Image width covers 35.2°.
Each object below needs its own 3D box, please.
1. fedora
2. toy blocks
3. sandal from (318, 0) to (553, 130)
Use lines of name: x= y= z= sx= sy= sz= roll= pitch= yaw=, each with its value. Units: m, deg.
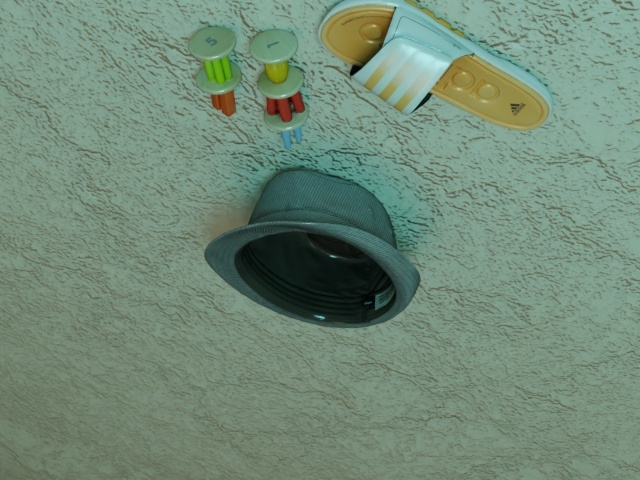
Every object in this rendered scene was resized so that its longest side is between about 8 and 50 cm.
fedora: x=0.000 y=0.000 z=1.253 sx=0.244 sy=0.124 sz=0.275 roll=-21 pitch=138 yaw=40
toy blocks: x=-0.076 y=-0.165 z=1.133 sx=0.123 sy=0.054 sz=0.148 roll=5 pitch=142 yaw=12
sandal: x=0.122 y=-0.167 z=1.044 sx=0.265 sy=0.076 sz=0.102 roll=22 pitch=141 yaw=-9
